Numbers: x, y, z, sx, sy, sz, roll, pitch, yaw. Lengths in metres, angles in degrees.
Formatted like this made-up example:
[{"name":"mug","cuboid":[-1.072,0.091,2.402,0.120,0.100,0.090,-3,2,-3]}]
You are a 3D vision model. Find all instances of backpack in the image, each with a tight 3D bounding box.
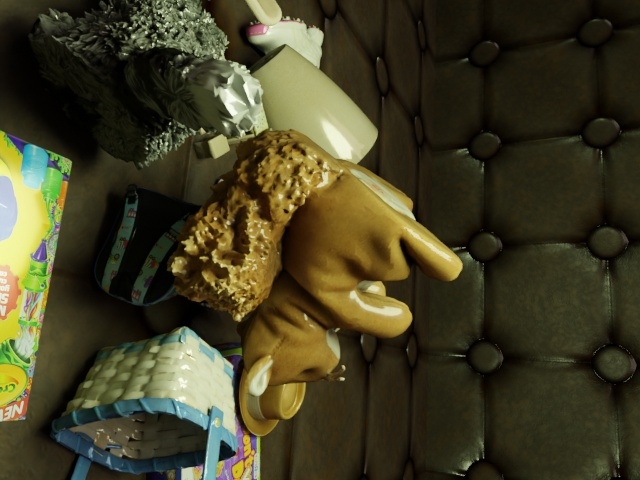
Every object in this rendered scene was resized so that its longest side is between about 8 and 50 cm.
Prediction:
[{"name":"backpack","cuboid":[-0.255,0.021,0.843,0.117,0.158,0.173,68,42,-68]}]

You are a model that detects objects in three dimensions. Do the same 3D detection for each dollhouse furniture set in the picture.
[{"name":"dollhouse furniture set","cuboid":[-0.187,-0.273,1.058,0.161,0.101,0.182,-50,131,-54]}]

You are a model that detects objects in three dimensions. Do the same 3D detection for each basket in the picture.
[{"name":"basket","cuboid":[-0.236,0.282,0.739,0.201,0.254,0.289,56,30,-38]}]

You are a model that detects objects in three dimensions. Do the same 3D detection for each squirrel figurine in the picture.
[{"name":"squirrel figurine","cuboid":[-0.047,0.049,0.845,0.396,0.370,0.281,29,18,-28]}]

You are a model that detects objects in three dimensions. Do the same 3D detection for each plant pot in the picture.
[{"name":"plant pot","cuboid":[-0.050,-0.288,1.220,0.274,0.256,0.257,52,41,-26]}]

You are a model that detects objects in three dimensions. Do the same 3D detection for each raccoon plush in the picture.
[{"name":"raccoon plush","cuboid":[-0.167,-0.252,0.752,0.299,0.446,0.216,-51,147,-28]}]

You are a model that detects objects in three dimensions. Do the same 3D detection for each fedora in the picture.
[{"name":"fedora","cuboid":[-0.082,0.287,1.058,0.194,0.079,0.195,-1,91,-62]}]

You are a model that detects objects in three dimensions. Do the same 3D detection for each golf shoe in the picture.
[{"name":"golf shoe","cuboid":[-0.073,-0.455,1.301,0.306,0.115,0.140,-23,112,-61]}]

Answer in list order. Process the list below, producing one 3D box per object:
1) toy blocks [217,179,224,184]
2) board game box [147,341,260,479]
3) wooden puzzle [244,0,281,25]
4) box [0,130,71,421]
[{"name":"toy blocks","cuboid":[-0.071,0.020,1.063,0.260,0.288,0.309,-33,119,-67]},{"name":"board game box","cuboid":[-0.205,0.373,0.986,0.233,0.078,0.348,8,81,-63]},{"name":"wooden puzzle","cuboid":[-0.218,-0.486,0.757,0.322,0.080,0.348,60,13,21]},{"name":"box","cuboid":[-0.421,0.016,0.477,0.290,0.176,0.280,26,66,-61]}]
